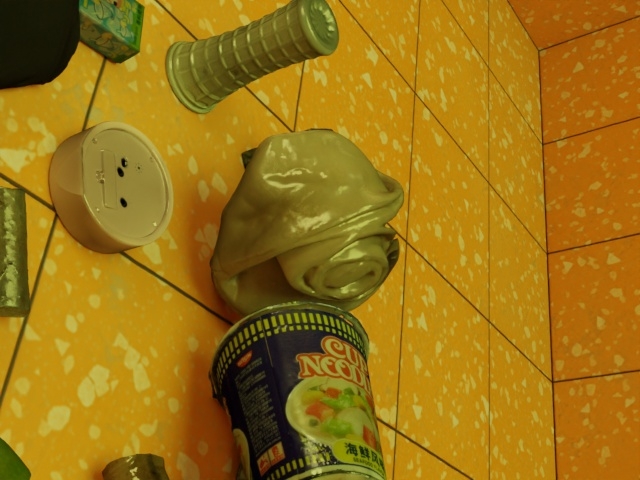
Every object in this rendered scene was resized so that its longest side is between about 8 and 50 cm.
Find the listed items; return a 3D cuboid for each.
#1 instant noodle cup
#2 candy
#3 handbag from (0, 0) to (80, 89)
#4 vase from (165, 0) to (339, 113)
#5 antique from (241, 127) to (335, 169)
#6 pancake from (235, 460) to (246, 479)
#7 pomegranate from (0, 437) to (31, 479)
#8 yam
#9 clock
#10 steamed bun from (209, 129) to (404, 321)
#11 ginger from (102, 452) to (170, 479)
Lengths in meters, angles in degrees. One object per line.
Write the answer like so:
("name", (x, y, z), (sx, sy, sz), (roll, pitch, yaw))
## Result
("instant noodle cup", (-0.023, 0.298, 1.330), (0.284, 0.284, 0.312), (48, 15, -37))
("candy", (-0.371, -0.374, 1.369), (0.194, 0.062, 0.097), (30, 54, -48))
("handbag", (-0.443, -0.322, 1.122), (0.302, 0.178, 0.275), (-29, 102, -58))
("vase", (-0.117, -0.336, 1.527), (0.143, 0.299, 0.143), (29, 54, -50))
("antique", (-0.050, -0.156, 1.668), (0.086, 0.183, 0.088), (-13, 88, -58))
("pancake", (-0.078, 0.438, 1.525), (0.212, 0.029, 0.235), (-2, 79, -57))
("pomegranate", (-0.425, 0.286, 0.887), (0.159, 0.190, 0.241), (42, 20, -18))
("yam", (-0.418, 0.015, 1.128), (0.068, 0.068, 0.169), (11, 68, -56))
("clock", (-0.318, -0.081, 1.324), (0.197, 0.068, 0.197), (29, 53, -49))
("steamed bun", (0.000, 0.000, 1.496), (0.342, 0.255, 0.368), (-14, 133, -46))
("ginger", (-0.234, 0.412, 1.161), (0.109, 0.116, 0.263), (86, -11, -51))
